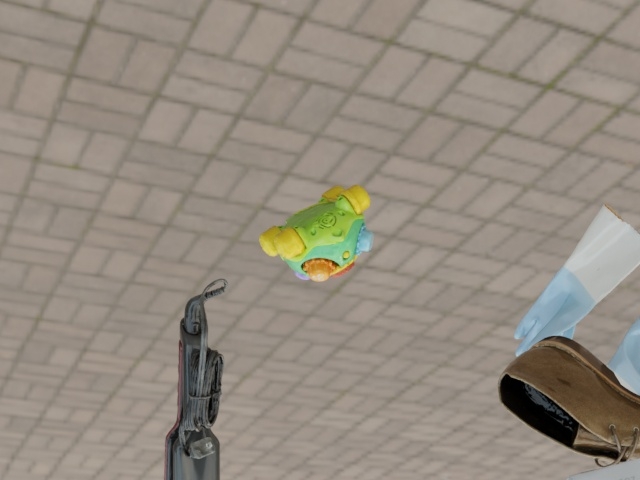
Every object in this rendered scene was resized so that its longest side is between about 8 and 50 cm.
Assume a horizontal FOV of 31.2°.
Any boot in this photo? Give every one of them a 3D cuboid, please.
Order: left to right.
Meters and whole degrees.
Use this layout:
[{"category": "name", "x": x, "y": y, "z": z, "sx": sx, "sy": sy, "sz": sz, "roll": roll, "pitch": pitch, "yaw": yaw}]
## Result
[{"category": "boot", "x": 0.314, "y": 0.213, "z": 1.166, "sx": 0.115, "sy": 0.305, "sz": 0.112, "roll": -16, "pitch": 131, "yaw": -51}]

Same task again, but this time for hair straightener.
[{"category": "hair straightener", "x": -0.091, "y": 0.146, "z": 0.922, "sx": 0.047, "sy": 0.230, "sz": 0.089, "roll": 5, "pitch": -174, "yaw": -22}]

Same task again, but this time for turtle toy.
[{"category": "turtle toy", "x": 0.000, "y": 0.000, "z": 1.023, "sx": 0.095, "sy": 0.066, "sz": 0.130, "roll": -33, "pitch": -169, "yaw": -14}]

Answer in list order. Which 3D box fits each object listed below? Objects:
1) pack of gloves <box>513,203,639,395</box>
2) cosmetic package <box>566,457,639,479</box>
[{"category": "pack of gloves", "x": 0.314, "y": 0.108, "z": 1.298, "sx": 0.046, "sy": 0.195, "sz": 0.232, "roll": -2, "pitch": 132, "yaw": -41}, {"category": "cosmetic package", "x": 0.175, "y": 0.188, "z": 0.495, "sx": 0.086, "sy": 0.117, "sz": 0.231, "roll": -16, "pitch": 143, "yaw": 14}]
